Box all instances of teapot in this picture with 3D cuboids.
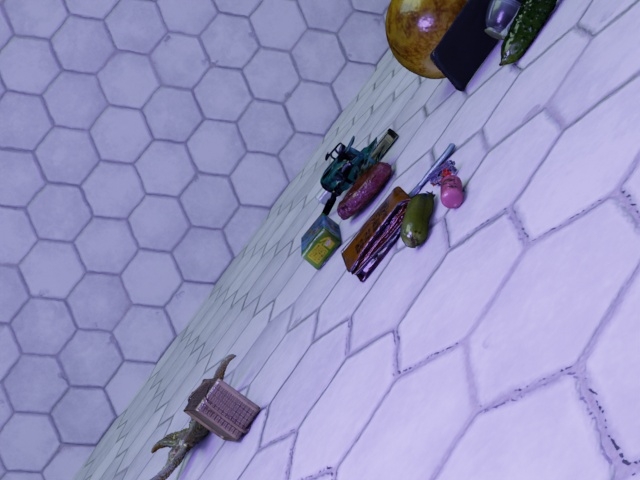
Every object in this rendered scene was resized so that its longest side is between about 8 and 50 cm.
[{"bbox_3d":[0.421,-0.504,1.779,0.124,0.092,0.090,-92,27,-82],"label":"teapot"}]

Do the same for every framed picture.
[{"bbox_3d":[0.154,-0.241,2.273,0.195,0.010,0.199,-51,11,10],"label":"framed picture"}]

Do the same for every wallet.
[{"bbox_3d":[0.113,-0.020,1.579,0.195,0.042,0.161,-54,14,8],"label":"wallet"},{"bbox_3d":[0.371,-0.498,1.837,0.285,0.146,0.030,-55,38,-6],"label":"wallet"}]

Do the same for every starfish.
[{"bbox_3d":[-0.312,0.448,1.816,0.347,0.078,0.357,-40,17,50],"label":"starfish"}]

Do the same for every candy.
[{"bbox_3d":[0.000,0.000,2.001,0.097,0.062,0.194,-51,9,10],"label":"candy"}]

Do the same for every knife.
[{"bbox_3d":[0.208,-0.119,1.614,0.210,0.015,0.028,-50,17,17],"label":"knife"}]

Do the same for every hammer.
[{"bbox_3d":[0.228,-0.085,1.349,0.043,0.043,0.083,-48,10,25],"label":"hammer"}]

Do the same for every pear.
[{"bbox_3d":[0.294,-0.550,1.974,0.280,0.281,0.280,-50,11,13],"label":"pear"}]

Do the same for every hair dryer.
[{"bbox_3d":[0.025,-0.162,2.492,0.082,0.047,0.137,-51,5,10],"label":"hair dryer"}]

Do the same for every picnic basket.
[{"bbox_3d":[-0.203,0.344,1.587,0.079,0.115,0.164,-55,11,-22],"label":"picnic basket"}]

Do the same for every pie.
[{"bbox_3d":[0.111,-0.126,1.959,0.182,0.049,0.182,-48,7,7],"label":"pie"}]

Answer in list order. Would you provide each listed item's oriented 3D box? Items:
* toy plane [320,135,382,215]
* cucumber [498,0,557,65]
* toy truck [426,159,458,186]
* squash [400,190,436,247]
[{"bbox_3d":[0.076,-0.196,2.167,0.382,0.106,0.155,-39,28,60],"label":"toy plane"},{"bbox_3d":[0.433,-0.455,1.627,0.227,0.069,0.069,-59,11,-7],"label":"cucumber"},{"bbox_3d":[0.234,-0.128,1.486,0.024,0.032,0.083,-53,11,-25],"label":"toy truck"},{"bbox_3d":[0.178,-0.045,1.414,0.052,0.052,0.183,-46,9,34],"label":"squash"}]
